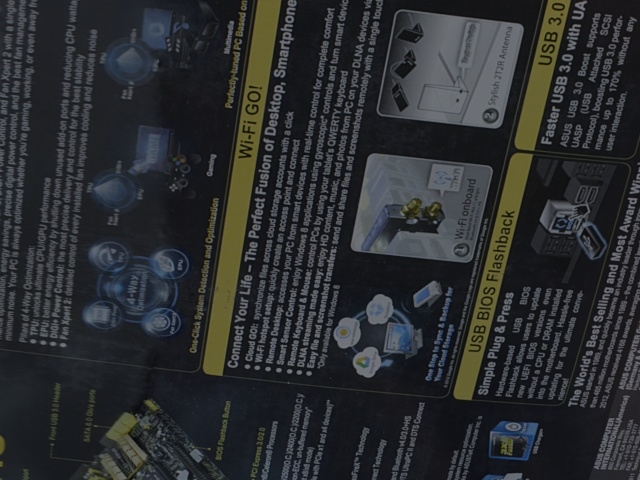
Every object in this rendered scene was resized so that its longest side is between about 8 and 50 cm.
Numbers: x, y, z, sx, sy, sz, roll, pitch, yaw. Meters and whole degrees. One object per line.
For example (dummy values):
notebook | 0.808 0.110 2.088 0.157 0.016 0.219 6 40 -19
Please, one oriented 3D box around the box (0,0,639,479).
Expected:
box | 0.000 0.000 0.670 0.097 0.318 0.395 -100 17 -57
